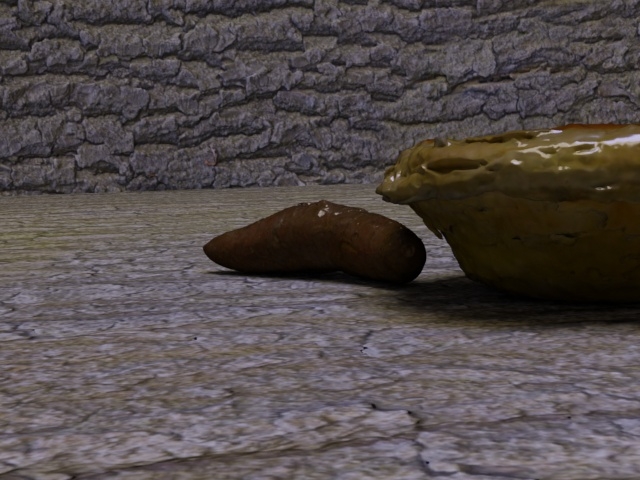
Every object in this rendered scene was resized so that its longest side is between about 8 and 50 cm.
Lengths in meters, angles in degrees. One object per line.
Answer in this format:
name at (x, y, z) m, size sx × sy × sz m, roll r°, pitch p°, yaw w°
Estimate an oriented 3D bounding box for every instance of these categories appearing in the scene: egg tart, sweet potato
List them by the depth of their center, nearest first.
egg tart at (0.276, -0.031, 1.221) m, size 0.443 × 0.178 × 0.443 m, roll -3°, pitch 4°, yaw 0°
sweet potato at (0.004, -0.001, 1.424) m, size 0.341 × 0.092 × 0.114 m, roll 2°, pitch 24°, yaw 42°
